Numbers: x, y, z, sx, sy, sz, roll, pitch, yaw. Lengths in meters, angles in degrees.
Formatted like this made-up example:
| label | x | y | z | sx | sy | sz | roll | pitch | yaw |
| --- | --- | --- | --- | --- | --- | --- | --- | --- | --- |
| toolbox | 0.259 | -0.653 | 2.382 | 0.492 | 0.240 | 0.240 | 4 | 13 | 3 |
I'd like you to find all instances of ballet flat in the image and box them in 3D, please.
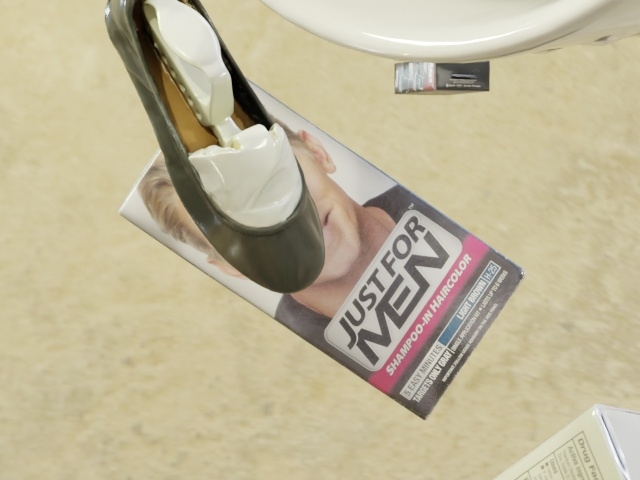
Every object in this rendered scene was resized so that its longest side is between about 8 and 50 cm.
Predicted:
| label | x | y | z | sx | sy | sz | roll | pitch | yaw |
| --- | --- | --- | --- | --- | --- | --- | --- | --- | --- |
| ballet flat | -0.081 | -0.086 | 1.314 | 0.095 | 0.096 | 0.280 | -31 | 87 | -19 |

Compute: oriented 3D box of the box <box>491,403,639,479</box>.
| label | x | y | z | sx | sy | sz | roll | pitch | yaw |
| --- | --- | --- | --- | --- | --- | --- | --- | --- | --- |
| box | 0.153 | 0.262 | 1.259 | 0.311 | 0.121 | 0.148 | -41 | 53 | 33 |

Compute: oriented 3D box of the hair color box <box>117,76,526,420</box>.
| label | x | y | z | sx | sy | sz | roll | pitch | yaw |
| --- | --- | --- | --- | --- | --- | --- | --- | --- | --- |
| hair color box | 0.000 | 0.000 | 1.624 | 0.347 | 0.105 | 0.174 | 34 | 91 | -4 |

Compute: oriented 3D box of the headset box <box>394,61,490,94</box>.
| label | x | y | z | sx | sy | sz | roll | pitch | yaw |
| --- | --- | --- | --- | --- | --- | --- | --- | --- | --- |
| headset box | 0.117 | -0.155 | 1.631 | 0.083 | 0.062 | 0.032 | 5 | 96 | 61 |

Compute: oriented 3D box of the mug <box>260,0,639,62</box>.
| label | x | y | z | sx | sy | sz | roll | pitch | yaw |
| --- | --- | --- | --- | --- | --- | --- | --- | --- | --- |
| mug | 0.147 | -0.255 | 0.625 | 0.276 | 0.328 | 0.374 | 40 | 122 | 26 |
